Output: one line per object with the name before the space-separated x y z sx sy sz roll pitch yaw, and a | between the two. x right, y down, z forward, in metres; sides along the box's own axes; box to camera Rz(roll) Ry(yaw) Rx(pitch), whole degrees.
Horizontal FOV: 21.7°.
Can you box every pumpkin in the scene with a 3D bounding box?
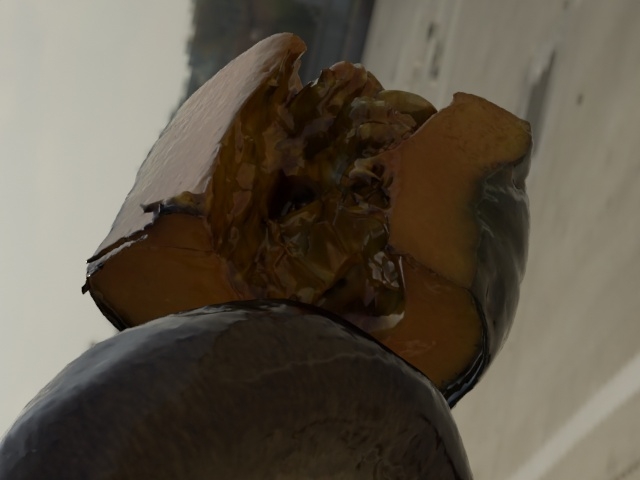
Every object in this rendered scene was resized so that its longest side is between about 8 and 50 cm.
pumpkin | 0.000 0.000 1.228 0.256 0.303 0.225 109 -176 -53

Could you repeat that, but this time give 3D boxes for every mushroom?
mushroom | -0.056 0.189 0.955 0.345 0.239 0.345 -45 -25 -28
